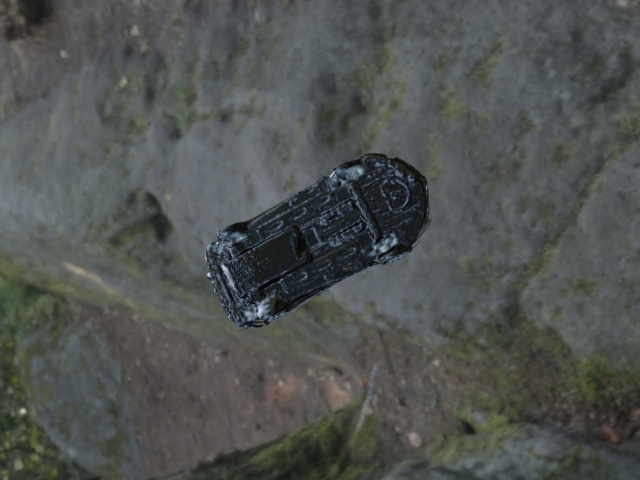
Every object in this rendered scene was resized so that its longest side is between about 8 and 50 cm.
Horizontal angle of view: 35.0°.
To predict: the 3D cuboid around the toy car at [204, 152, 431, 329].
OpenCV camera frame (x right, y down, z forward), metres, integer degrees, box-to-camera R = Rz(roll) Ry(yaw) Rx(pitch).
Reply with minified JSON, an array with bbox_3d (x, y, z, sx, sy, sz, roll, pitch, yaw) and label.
[{"bbox_3d":[0.000,0.000,0.385,0.041,0.093,0.025,65,-166,9],"label":"toy car"}]
